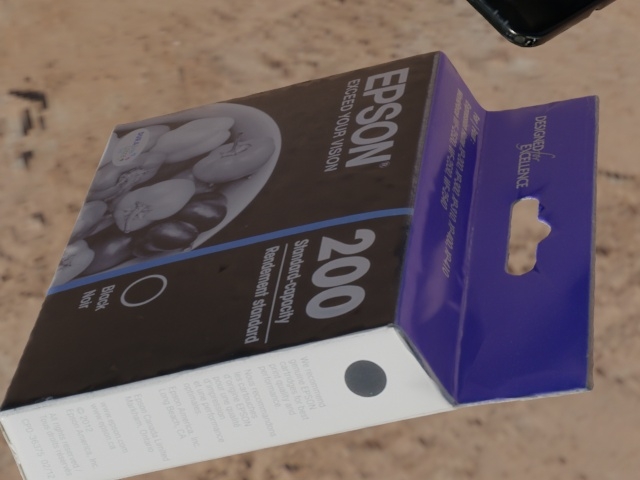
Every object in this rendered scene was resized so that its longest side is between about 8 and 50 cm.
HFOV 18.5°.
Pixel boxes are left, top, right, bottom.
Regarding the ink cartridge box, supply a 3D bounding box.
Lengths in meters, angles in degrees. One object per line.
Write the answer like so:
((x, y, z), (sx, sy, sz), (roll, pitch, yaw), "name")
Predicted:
((0.000, 0.000, 0.744), (0.208, 0.206, 0.045), (-11, 121, 15), "ink cartridge box")

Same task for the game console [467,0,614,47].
((0.080, -0.150, 0.726), (0.122, 0.107, 0.071), (48, 150, 19), "game console")
